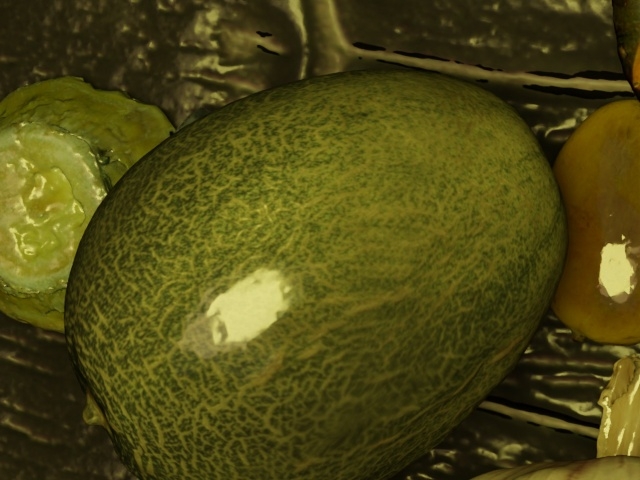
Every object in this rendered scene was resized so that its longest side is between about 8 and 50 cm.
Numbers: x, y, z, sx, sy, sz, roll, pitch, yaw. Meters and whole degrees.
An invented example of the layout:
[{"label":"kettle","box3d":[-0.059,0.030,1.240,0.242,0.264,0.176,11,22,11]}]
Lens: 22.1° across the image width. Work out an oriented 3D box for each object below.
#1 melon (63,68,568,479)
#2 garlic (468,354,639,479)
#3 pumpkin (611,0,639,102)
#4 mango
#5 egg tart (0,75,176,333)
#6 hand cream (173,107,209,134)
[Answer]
[{"label":"melon","box3d":[-0.001,0.025,1.000,0.329,0.248,0.249,-31,81,-18]},{"label":"garlic","box3d":[0.179,0.190,1.041,0.245,0.245,0.253,2,56,18]},{"label":"pumpkin","box3d":[0.245,-0.125,1.029,0.107,0.119,0.183,-38,73,52]},{"label":"mango","box3d":[0.194,-0.011,1.070,0.103,0.076,0.161,1,89,21]},{"label":"egg tart","box3d":[-0.190,-0.023,1.194,0.197,0.078,0.197,2,95,18]},{"label":"hand cream","box3d":[0.000,0.000,1.146,0.256,0.055,0.088,38,92,10]}]
